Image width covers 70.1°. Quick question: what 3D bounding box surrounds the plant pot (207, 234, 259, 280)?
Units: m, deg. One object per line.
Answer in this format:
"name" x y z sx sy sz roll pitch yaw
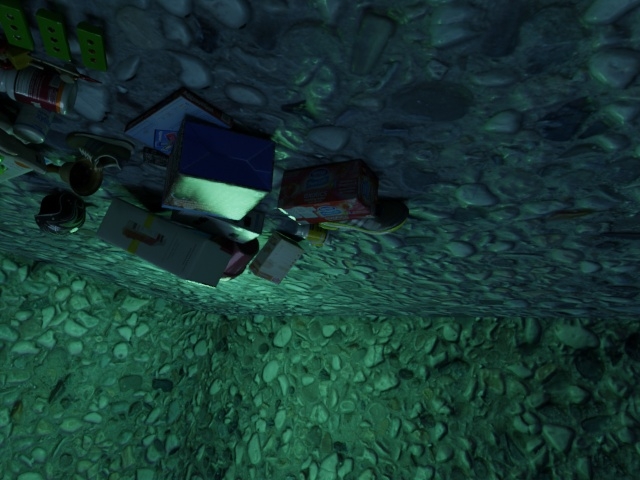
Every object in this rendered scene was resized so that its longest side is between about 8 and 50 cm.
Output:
"plant pot" -0.353 0.041 1.849 0.201 0.201 0.180 24 139 -38

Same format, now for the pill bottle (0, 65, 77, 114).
"pill bottle" -0.638 -0.344 1.020 0.152 0.086 0.086 15 159 -17

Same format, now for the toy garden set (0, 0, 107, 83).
"toy garden set" -0.549 -0.394 0.905 0.245 0.049 0.204 13 158 -16

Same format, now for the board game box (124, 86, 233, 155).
"board game box" -0.362 -0.288 1.149 0.281 0.027 0.145 -10 152 42

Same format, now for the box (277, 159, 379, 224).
"box" 0.022 -0.131 1.288 0.257 0.122 0.128 -4 157 31

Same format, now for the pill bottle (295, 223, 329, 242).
"pill bottle" -0.030 -0.033 1.670 0.117 0.065 0.065 12 160 -13

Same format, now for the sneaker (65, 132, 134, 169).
"sneaker" -0.635 -0.246 1.289 0.192 0.086 0.064 8 161 1

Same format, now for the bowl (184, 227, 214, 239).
"bowl" -0.583 0.038 2.079 0.392 0.077 0.391 7 160 3

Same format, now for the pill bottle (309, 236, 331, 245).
"pill bottle" 0.000 0.000 1.781 0.084 0.043 0.043 2 160 18

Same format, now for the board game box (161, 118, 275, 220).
"board game box" -0.279 -0.172 1.215 0.232 0.141 0.291 9 164 -23

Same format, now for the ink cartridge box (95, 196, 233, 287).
"ink cartridge box" -0.554 0.014 1.652 0.385 0.160 0.279 24 174 13

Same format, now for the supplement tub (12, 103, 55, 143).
"supplement tub" -0.708 -0.303 1.131 0.071 0.107 0.071 8 161 3

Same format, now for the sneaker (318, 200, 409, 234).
"sneaker" 0.118 -0.089 1.398 0.300 0.111 0.121 0 155 16

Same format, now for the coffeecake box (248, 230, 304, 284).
"coffeecake box" -0.178 0.074 1.853 0.142 0.185 0.068 30 -170 -46

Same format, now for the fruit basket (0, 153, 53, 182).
"fruit basket" -1.042 -0.254 1.329 0.353 0.165 0.327 -6 156 26

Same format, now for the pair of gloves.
"pair of gloves" -0.791 -0.276 1.121 0.042 0.240 0.204 -39 151 3

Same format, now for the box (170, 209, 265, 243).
"box" -0.366 -0.084 1.632 0.290 0.087 0.169 19 159 -28

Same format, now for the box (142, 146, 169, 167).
"box" -0.477 -0.242 1.339 0.083 0.018 0.067 13 160 -14

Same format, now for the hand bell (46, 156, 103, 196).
"hand bell" -0.830 -0.226 1.451 0.242 0.126 0.126 16 164 21

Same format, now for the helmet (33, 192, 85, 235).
"helmet" -0.997 -0.094 1.752 0.170 0.161 0.169 7 160 3
